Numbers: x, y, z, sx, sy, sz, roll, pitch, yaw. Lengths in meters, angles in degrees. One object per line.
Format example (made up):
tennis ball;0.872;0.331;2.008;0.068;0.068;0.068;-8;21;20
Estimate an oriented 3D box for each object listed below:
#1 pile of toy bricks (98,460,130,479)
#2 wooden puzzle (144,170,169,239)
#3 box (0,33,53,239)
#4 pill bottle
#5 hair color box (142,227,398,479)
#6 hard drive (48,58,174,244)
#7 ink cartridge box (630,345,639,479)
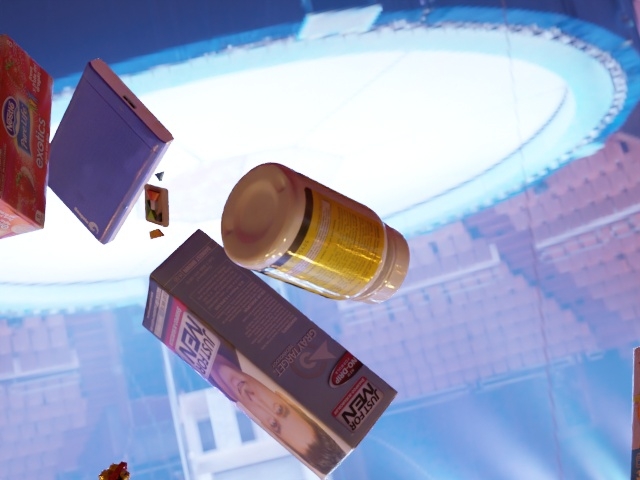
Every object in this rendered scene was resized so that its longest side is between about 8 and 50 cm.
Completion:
pile of toy bricks;-0.335;0.381;1.262;0.105;0.118;0.212;11;-156;11
wooden puzzle;-0.276;-0.057;1.597;0.014;0.116;0.078;-8;-173;-38
box;-0.458;-0.136;1.312;0.128;0.257;0.122;-12;153;16
pill bottle;0.000;0.000;1.073;0.119;0.119;0.208;-22;149;38
hair color box;-0.085;0.172;1.406;0.113;0.374;0.185;-47;171;-29
hard drive;-0.418;-0.161;1.824;0.040;0.210;0.319;-36;170;-48
ink cartridge box;0.352;0.145;0.902;0.061;0.181;0.104;24;148;-20
